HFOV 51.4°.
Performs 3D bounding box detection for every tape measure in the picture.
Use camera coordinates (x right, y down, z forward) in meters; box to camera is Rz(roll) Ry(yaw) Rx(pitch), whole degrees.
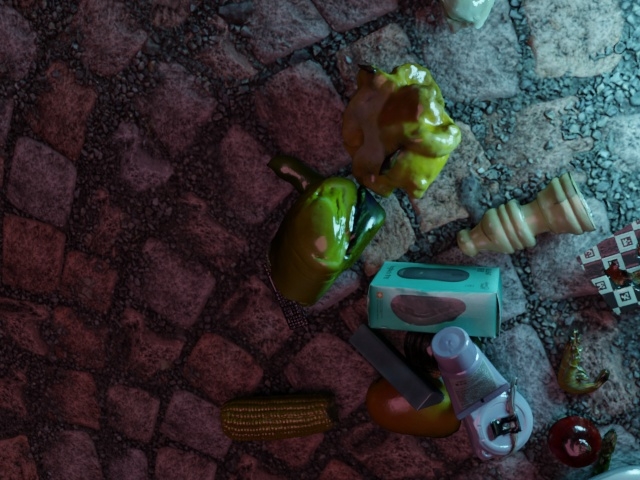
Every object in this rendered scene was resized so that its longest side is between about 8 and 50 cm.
[{"bbox_3d":[0.451,0.452,1.689,0.178,0.105,0.196,-24,93,-9],"label":"tape measure"}]

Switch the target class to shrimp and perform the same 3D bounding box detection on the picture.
[{"bbox_3d":[0.661,0.309,1.656,0.124,0.034,0.178,8,108,11],"label":"shrimp"}]

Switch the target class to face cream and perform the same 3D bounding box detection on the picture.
[{"bbox_3d":[0.347,0.315,1.558,0.154,0.096,0.274,-34,127,-1],"label":"face cream"}]

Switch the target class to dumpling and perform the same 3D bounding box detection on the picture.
[{"bbox_3d":[0.328,-0.563,1.487,0.136,0.118,0.199,4,126,17],"label":"dumpling"}]

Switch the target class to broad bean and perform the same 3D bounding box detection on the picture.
[{"bbox_3d":[0.005,-0.141,1.721,0.318,0.056,0.098,20,102,5],"label":"broad bean"}]

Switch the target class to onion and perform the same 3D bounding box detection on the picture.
[{"bbox_3d":[0.639,0.505,1.667,0.131,0.131,0.131,4,105,15],"label":"onion"}]

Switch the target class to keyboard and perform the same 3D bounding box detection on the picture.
[{"bbox_3d":[-0.096,0.150,1.845,0.061,0.013,0.204,-19,98,20],"label":"keyboard"}]

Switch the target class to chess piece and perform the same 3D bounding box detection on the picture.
[{"bbox_3d":[0.477,-0.035,1.586,0.307,0.124,0.139,-25,129,24],"label":"chess piece"}]

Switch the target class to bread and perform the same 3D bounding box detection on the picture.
[{"bbox_3d":[0.000,0.000,1.600,0.208,0.376,0.251,40,67,1],"label":"bread"}]

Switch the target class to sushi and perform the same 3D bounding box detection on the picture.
[{"bbox_3d":[0.767,0.036,1.548,0.279,0.043,0.192,-37,92,21],"label":"sushi"}]

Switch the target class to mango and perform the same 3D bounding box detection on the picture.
[{"bbox_3d":[0.247,0.427,1.754,0.254,0.139,0.176,7,112,5],"label":"mango"}]

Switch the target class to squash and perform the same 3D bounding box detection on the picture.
[{"bbox_3d":[0.307,0.270,1.669,0.193,0.193,0.156,32,88,6],"label":"squash"}]

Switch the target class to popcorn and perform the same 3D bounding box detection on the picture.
[{"bbox_3d":[0.194,-0.252,1.538,0.297,0.281,0.316,14,94,44],"label":"popcorn"}]

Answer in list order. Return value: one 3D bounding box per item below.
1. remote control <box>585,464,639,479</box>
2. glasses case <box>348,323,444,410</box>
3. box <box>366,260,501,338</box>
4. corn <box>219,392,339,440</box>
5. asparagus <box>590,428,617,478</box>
[{"bbox_3d":[0.723,0.672,1.679,0.332,0.103,0.221,-32,120,22],"label":"remote control"},{"bbox_3d":[0.197,0.312,1.687,0.266,0.105,0.056,43,121,36],"label":"glasses case"},{"bbox_3d":[0.285,0.138,1.631,0.311,0.205,0.118,3,108,16],"label":"box"},{"bbox_3d":[-0.119,0.498,1.884,0.344,0.131,0.131,-10,101,17],"label":"corn"},{"bbox_3d":[0.728,0.552,1.701,0.036,0.030,0.165,17,110,31],"label":"asparagus"}]
